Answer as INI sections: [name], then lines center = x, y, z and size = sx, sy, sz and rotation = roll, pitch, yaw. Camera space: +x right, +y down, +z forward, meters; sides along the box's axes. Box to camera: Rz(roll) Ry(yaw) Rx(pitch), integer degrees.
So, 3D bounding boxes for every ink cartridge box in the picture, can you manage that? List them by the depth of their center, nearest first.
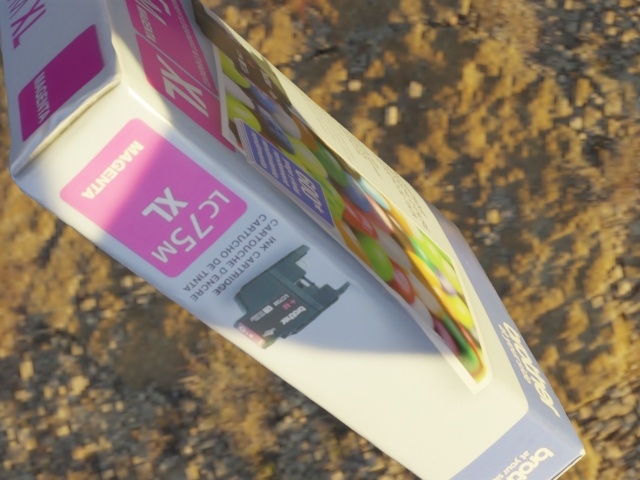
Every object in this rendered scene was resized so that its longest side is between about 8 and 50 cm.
[ink cartridge box]
center = 0.000, 0.000, 0.638
size = 0.065, 0.311, 0.186
rotation = -41, 33, 12
